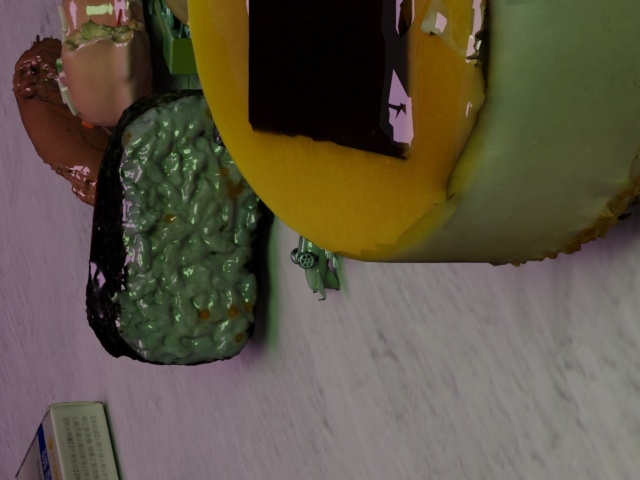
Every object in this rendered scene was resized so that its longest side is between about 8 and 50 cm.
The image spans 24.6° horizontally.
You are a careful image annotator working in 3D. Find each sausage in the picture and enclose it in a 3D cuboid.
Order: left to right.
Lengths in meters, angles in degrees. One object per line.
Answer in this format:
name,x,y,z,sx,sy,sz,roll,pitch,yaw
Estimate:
sausage,-0.260,-0.122,1.518,0.327,0.087,0.079,-126,29,-50

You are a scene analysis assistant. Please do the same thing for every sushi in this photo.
sushi,-0.113,-0.013,1.169,0.126,0.136,0.225,-8,78,62

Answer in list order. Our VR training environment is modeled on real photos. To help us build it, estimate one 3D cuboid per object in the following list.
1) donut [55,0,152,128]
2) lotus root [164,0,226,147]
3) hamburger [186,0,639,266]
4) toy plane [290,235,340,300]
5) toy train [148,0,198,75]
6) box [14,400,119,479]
donut,-0.200,-0.205,1.338,0.199,0.085,0.233,100,164,-65
lotus root,-0.030,-0.203,0.922,0.183,0.182,0.310,-142,49,-58
hamburger,0.063,-0.122,0.736,0.294,0.179,0.276,13,110,52
toy plane,-0.003,0.000,1.051,0.080,0.033,0.083,-157,67,-78
toy train,-0.120,-0.203,1.265,0.081,0.050,0.122,98,158,-48
box,-0.250,0.366,1.561,0.200,0.065,0.343,123,138,-51
